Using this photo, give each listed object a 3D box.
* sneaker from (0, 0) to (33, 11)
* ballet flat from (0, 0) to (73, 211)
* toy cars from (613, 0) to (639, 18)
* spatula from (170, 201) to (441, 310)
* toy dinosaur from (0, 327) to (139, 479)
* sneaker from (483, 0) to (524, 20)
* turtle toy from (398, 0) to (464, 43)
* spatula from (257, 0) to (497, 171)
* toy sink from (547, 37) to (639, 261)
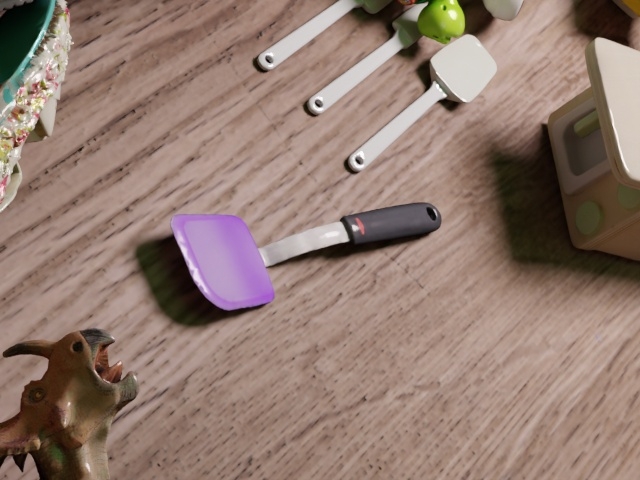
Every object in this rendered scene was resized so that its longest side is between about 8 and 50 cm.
[{"bbox_3d":[-0.303,-0.226,1.114,0.330,0.122,0.146,-23,116,-44],"label":"sneaker"},{"bbox_3d":[-0.240,-0.082,1.150,0.077,0.091,0.241,57,43,-38],"label":"ballet flat"},{"bbox_3d":[0.318,-0.375,1.721,0.176,0.087,0.394,4,59,-40],"label":"toy cars"},{"bbox_3d":[0.000,0.000,1.297,0.296,0.030,0.084,-12,73,-40],"label":"spatula"},{"bbox_3d":[-0.216,0.206,0.962,0.295,0.127,0.200,-36,80,-31],"label":"toy dinosaur"},{"bbox_3d":[0.148,-0.348,1.586,0.123,0.106,0.290,2,63,-7],"label":"sneaker"},{"bbox_3d":[0.095,-0.246,1.468,0.130,0.066,0.095,52,21,5],"label":"turtle toy"},{"bbox_3d":[0.056,-0.167,1.446,0.168,0.019,0.242,49,46,-2],"label":"spatula"},{"bbox_3d":[0.309,-0.074,1.499,0.234,0.131,0.153,12,57,-36],"label":"toy sink"}]
